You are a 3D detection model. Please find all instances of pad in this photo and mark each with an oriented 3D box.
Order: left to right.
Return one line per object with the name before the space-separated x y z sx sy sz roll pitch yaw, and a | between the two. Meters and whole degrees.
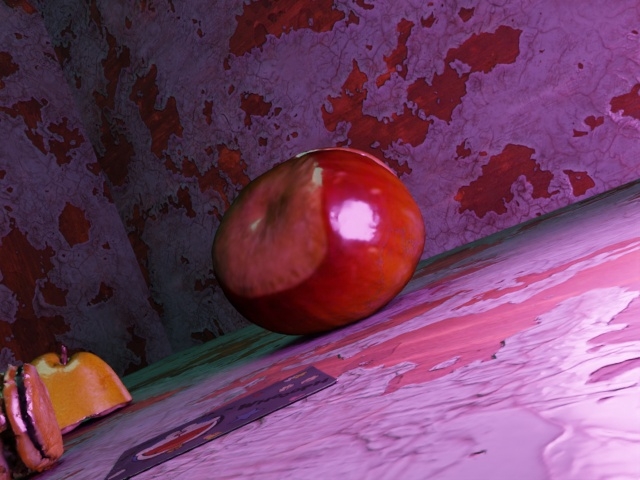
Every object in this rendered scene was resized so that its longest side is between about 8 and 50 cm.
pad | -0.106 0.192 0.639 0.245 0.006 0.170 -23 -3 -11

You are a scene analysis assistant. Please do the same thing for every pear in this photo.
pear | -0.555 0.324 1.266 0.266 0.178 0.267 -24 -7 -3

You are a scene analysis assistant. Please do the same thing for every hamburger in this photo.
hamburger | -0.432 0.254 0.793 0.131 0.159 0.185 -17 -25 -19

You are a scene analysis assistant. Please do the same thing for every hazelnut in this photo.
hazelnut | 0.000 0.000 1.123 0.409 0.360 0.359 -15 2 32
